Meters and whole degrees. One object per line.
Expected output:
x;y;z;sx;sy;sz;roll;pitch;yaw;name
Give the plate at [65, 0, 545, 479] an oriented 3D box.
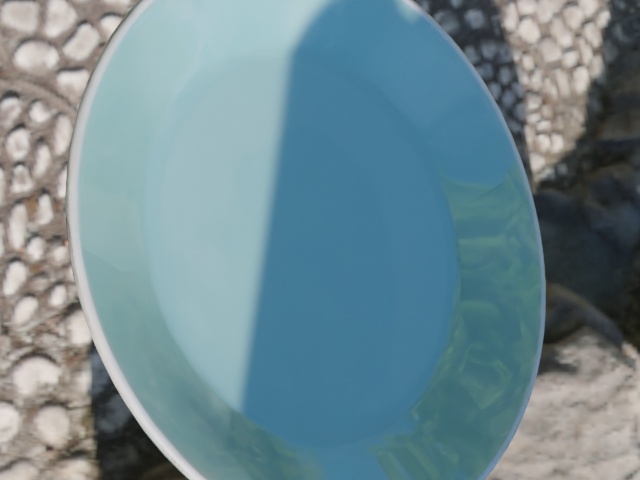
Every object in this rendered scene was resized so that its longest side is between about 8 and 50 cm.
0.000;0.000;0.413;0.188;0.024;0.188;12;70;-38;plate
